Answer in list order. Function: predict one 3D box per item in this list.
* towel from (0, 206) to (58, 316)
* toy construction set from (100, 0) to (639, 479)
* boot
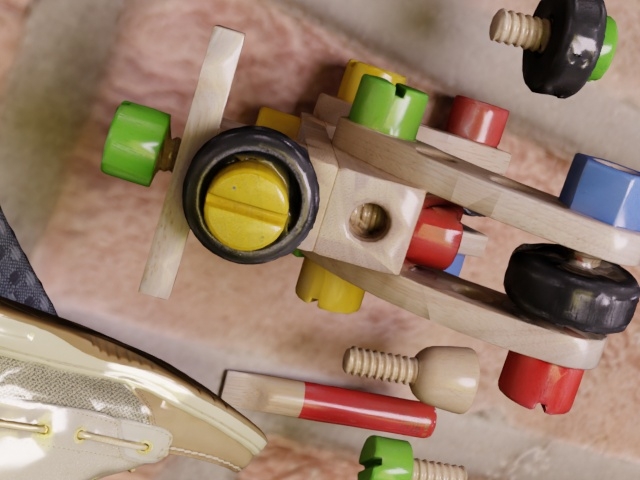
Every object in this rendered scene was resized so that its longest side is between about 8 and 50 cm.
[{"bbox_3d":[-0.282,0.070,0.484,0.324,0.056,0.312,-38,126,-28],"label":"towel"},{"bbox_3d":[0.000,0.000,0.567,0.237,0.257,0.309,11,128,-12],"label":"toy construction set"},{"bbox_3d":[-0.138,0.127,0.540,0.213,0.077,0.165,29,82,-38],"label":"boot"}]
